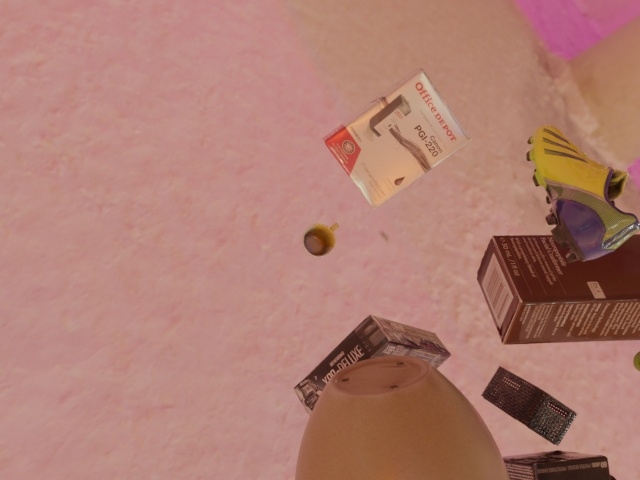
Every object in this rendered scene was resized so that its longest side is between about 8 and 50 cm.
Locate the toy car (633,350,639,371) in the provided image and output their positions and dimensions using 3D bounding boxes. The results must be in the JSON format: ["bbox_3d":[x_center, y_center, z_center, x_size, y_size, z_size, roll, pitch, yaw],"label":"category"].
[{"bbox_3d":[0.787,0.228,1.424,0.148,0.189,0.155,24,3,-10],"label":"toy car"}]

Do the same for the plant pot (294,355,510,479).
[{"bbox_3d":[0.091,0.259,0.866,0.284,0.284,0.191,-22,104,-54],"label":"plant pot"}]

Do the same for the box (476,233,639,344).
[{"bbox_3d":[0.538,0.096,1.378,0.381,0.143,0.191,0,42,-9],"label":"box"}]

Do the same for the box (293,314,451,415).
[{"bbox_3d":[0.123,0.290,1.498,0.307,0.242,0.077,21,27,-52],"label":"box"}]

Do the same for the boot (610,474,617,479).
[{"bbox_3d":[0.567,0.625,1.447,0.076,0.209,0.190,31,34,2],"label":"boot"}]

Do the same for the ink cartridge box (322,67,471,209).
[{"bbox_3d":[0.136,-0.183,1.220,0.159,0.217,0.092,53,5,-10],"label":"ink cartridge box"}]

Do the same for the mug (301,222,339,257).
[{"bbox_3d":[-0.002,0.004,1.264,0.078,0.064,0.062,-8,82,-12],"label":"mug"}]

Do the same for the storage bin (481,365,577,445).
[{"bbox_3d":[0.453,0.360,1.481,0.122,0.180,0.084,34,86,-18],"label":"storage bin"}]

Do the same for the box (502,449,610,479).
[{"bbox_3d":[0.436,0.536,1.244,0.165,0.143,0.271,0,78,-18],"label":"box"}]

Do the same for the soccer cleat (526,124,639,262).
[{"bbox_3d":[0.378,-0.083,0.979,0.093,0.121,0.289,49,27,-31],"label":"soccer cleat"}]
